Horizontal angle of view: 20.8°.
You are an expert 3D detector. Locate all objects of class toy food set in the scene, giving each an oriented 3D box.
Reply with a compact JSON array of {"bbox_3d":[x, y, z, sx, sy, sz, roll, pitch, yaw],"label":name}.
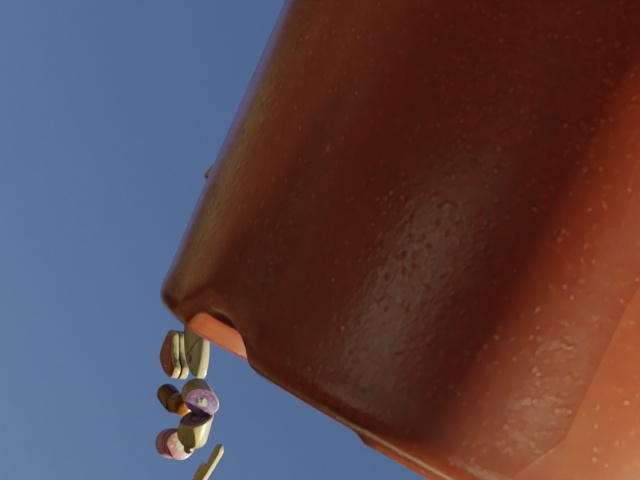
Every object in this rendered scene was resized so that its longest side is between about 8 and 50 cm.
[{"bbox_3d":[-0.090,0.100,1.116,0.078,0.019,0.122,121,-34,-41],"label":"toy food set"}]

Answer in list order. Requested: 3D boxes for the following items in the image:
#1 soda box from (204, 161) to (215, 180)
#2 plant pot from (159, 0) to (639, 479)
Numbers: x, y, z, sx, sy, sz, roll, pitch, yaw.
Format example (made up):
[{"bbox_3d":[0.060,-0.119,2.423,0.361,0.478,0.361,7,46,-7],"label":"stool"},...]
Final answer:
[{"bbox_3d":[0.000,0.000,1.255,0.058,0.063,0.183,-45,-106,27],"label":"soda box"},{"bbox_3d":[0.101,-0.049,0.514,0.272,0.272,0.265,27,-92,41],"label":"plant pot"}]
